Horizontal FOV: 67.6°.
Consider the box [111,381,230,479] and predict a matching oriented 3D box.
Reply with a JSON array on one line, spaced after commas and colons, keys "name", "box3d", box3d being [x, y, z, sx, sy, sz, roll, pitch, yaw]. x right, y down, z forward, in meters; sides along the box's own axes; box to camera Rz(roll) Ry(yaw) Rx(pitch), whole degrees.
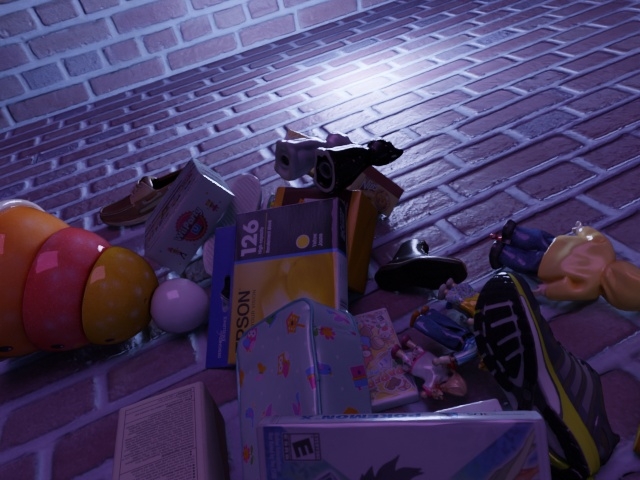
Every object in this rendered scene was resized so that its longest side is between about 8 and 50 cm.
[{"name": "box", "box3d": [-0.208, 0.377, 0.680, 0.147, 0.121, 0.311, -17, 37, -3]}]

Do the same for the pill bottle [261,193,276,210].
[{"name": "pill bottle", "box3d": [-0.032, -0.063, 1.189, 0.208, 0.118, 0.118, -3, 38, 16]}]

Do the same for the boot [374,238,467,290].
[{"name": "boot", "box3d": [0.220, 0.034, 0.989, 0.197, 0.077, 0.137, -5, 30, 40]}]

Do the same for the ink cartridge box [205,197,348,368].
[{"name": "ink cartridge box", "box3d": [-0.097, 0.084, 0.918, 0.306, 0.072, 0.304, -8, 69, 19]}]

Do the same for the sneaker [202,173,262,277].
[{"name": "sneaker", "box3d": [-0.203, -0.006, 1.175, 0.102, 0.161, 0.282, 17, 58, 1]}]

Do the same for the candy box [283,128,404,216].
[{"name": "candy box", "box3d": [0.044, -0.181, 1.255, 0.316, 0.182, 0.088, 34, 96, 44]}]

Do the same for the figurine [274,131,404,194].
[{"name": "figurine", "box3d": [0.037, -0.183, 1.028, 0.209, 0.093, 0.214, -23, 31, -35]}]

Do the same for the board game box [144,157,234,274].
[{"name": "board game box", "box3d": [-0.333, -0.075, 1.186, 0.224, 0.097, 0.303, -54, 24, 3]}]

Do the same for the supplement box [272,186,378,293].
[{"name": "supplement box", "box3d": [0.000, 0.000, 1.020, 0.193, 0.129, 0.192, 5, 77, 24]}]

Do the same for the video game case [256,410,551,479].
[{"name": "video game case", "box3d": [0.089, 0.349, 0.497, 0.299, 0.330, 0.036, -5, -3, 12]}]

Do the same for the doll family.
[{"name": "doll family", "box3d": [0.248, 0.150, 0.806, 0.262, 0.119, 0.163, -33, 43, -31]}]

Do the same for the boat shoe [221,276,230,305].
[{"name": "boat shoe", "box3d": [-0.145, 0.111, 1.038, 0.228, 0.076, 0.080, 19, 48, 36]}]

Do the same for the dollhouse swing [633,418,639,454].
[{"name": "dollhouse swing", "box3d": [0.544, 0.238, 0.491, 0.346, 0.316, 0.304, 17, 27, 34]}]

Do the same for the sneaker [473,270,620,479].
[{"name": "sneaker", "box3d": [0.322, 0.185, 0.687, 0.121, 0.300, 0.111, -13, -11, -31]}]

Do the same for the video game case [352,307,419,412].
[{"name": "video game case", "box3d": [0.039, 0.227, 0.869, 0.226, 0.026, 0.206, -15, 37, -1]}]

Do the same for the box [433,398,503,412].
[{"name": "box", "box3d": [0.176, 0.329, 0.616, 0.181, 0.119, 0.181, -13, 37, 2]}]

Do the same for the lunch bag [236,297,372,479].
[{"name": "lunch bag", "box3d": [-0.033, 0.236, 0.700, 0.224, 0.107, 0.280, -39, 47, 39]}]

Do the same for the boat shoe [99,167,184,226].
[{"name": "boat shoe", "box3d": [-0.516, -0.142, 1.452, 0.324, 0.117, 0.123, -21, 37, -8]}]

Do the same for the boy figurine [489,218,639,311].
[{"name": "boy figurine", "box3d": [0.475, 0.042, 0.898, 0.285, 0.092, 0.177, 21, 68, 35]}]

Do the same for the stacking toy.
[{"name": "stacking toy", "box3d": [-0.473, 0.112, 1.013, 0.478, 0.351, 0.351, 8, 40, 3]}]

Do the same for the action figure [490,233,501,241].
[{"name": "action figure", "box3d": [0.425, 0.001, 1.031, 0.115, 0.030, 0.038, 10, 49, 32]}]
